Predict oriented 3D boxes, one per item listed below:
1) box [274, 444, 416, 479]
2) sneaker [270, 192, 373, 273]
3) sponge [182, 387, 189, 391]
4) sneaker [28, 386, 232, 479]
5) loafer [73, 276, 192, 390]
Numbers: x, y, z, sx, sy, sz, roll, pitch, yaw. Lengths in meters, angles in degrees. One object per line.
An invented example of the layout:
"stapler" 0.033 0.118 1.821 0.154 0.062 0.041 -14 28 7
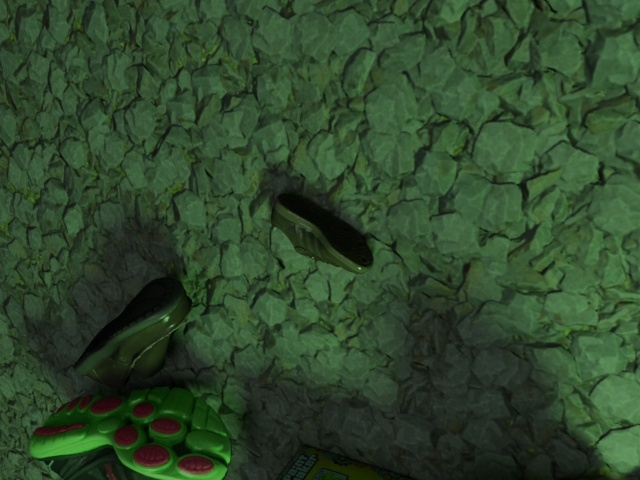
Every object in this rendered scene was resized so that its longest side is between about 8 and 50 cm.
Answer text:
"box" 0.053 0.550 0.848 0.279 0.177 0.290 8 107 24
"sneaker" 0.000 0.000 0.802 0.188 0.066 0.071 39 134 18
"sponge" -0.306 0.412 1.073 0.117 0.031 0.210 48 119 8
"sneaker" -0.356 0.417 1.007 0.482 0.185 0.202 -7 119 31
"loafer" -0.344 0.191 0.995 0.130 0.134 0.365 41 131 -19
